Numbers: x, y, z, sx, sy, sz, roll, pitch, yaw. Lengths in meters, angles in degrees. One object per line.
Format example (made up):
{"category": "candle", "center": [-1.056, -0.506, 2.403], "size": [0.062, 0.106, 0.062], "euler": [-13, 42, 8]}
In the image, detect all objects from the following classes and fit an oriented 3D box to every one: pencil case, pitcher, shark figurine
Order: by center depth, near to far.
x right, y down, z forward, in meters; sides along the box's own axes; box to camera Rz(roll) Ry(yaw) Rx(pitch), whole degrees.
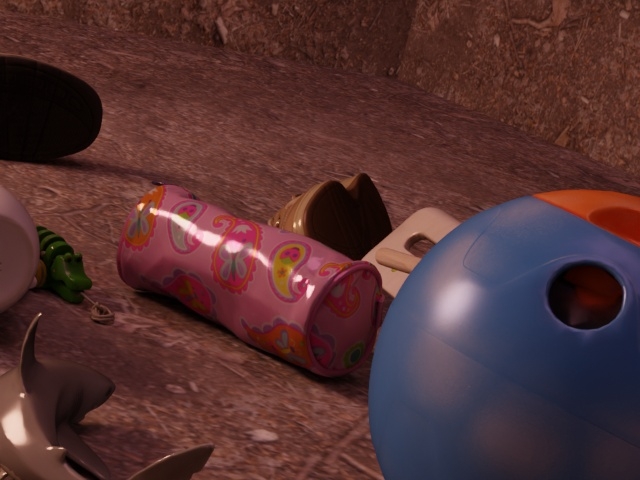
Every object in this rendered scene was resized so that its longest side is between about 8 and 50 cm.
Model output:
{"category": "shark figurine", "center": [-0.183, 0.113, 1.108], "size": [0.166, 0.116, 0.278], "euler": [7, 12, -24]}
{"category": "pitcher", "center": [-0.310, 0.010, 1.441], "size": [0.177, 0.126, 0.207], "euler": [28, -6, -33]}
{"category": "pencil case", "center": [-0.070, 0.033, 1.568], "size": [0.284, 0.124, 0.124], "euler": [22, 14, 39]}

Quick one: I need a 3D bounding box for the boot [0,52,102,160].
{"category": "boot", "center": [-0.505, -0.210, 2.158], "size": [0.377, 0.138, 0.284], "euler": [1, 17, -28]}

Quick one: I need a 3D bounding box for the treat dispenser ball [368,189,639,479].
{"category": "treat dispenser ball", "center": [0.176, 0.109, 1.111], "size": [0.288, 0.288, 0.288], "euler": [14, 12, -3]}

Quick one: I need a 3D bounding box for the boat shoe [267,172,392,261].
{"category": "boat shoe", "center": [0.000, 0.000, 1.871], "size": [0.110, 0.122, 0.341], "euler": [-21, 1, 14]}

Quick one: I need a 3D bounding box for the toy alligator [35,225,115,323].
{"category": "toy alligator", "center": [-0.252, 0.024, 1.563], "size": [0.056, 0.051, 0.189], "euler": [1, 18, -45]}

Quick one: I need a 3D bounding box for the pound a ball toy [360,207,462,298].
{"category": "pound a ball toy", "center": [0.152, 0.043, 1.515], "size": [0.208, 0.135, 0.319], "euler": [55, -8, -26]}
